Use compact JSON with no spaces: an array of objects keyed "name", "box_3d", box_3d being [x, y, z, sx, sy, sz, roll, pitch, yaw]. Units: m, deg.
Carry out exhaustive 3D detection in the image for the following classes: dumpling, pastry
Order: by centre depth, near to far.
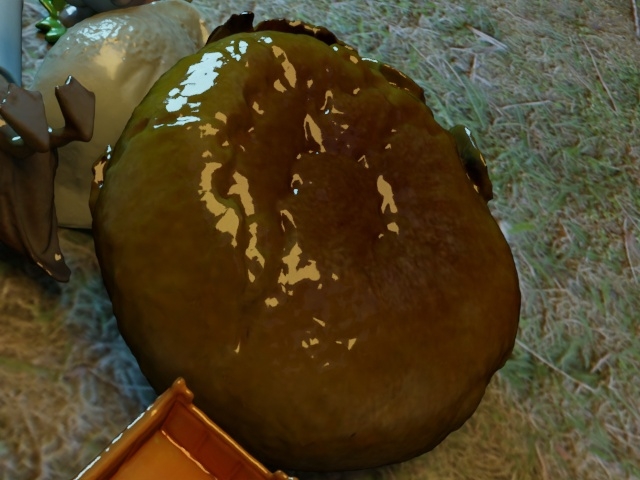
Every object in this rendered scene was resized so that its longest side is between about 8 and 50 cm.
[{"name":"pastry","box_3d":[0.000,0.000,0.630,0.356,0.164,0.355,19,57,-32]},{"name":"dumpling","box_3d":[-0.155,-0.105,0.705,0.166,0.126,0.216,47,42,-8]}]

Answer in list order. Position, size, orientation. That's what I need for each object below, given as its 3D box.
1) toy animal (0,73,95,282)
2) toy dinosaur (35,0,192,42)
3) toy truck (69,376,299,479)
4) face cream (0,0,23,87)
[{"name":"toy animal","box_3d":[-0.249,-0.050,0.621,0.089,0.179,0.188,-26,101,-60]},{"name":"toy dinosaur","box_3d":[-0.196,-0.257,0.766,0.152,0.177,0.194,38,44,5]},{"name":"toy truck","box_3d":[-0.134,0.207,0.439,0.114,0.135,0.270,39,46,6]},{"name":"face cream","box_3d":[-0.305,-0.216,0.744,0.077,0.077,0.250,5,51,-24]}]
